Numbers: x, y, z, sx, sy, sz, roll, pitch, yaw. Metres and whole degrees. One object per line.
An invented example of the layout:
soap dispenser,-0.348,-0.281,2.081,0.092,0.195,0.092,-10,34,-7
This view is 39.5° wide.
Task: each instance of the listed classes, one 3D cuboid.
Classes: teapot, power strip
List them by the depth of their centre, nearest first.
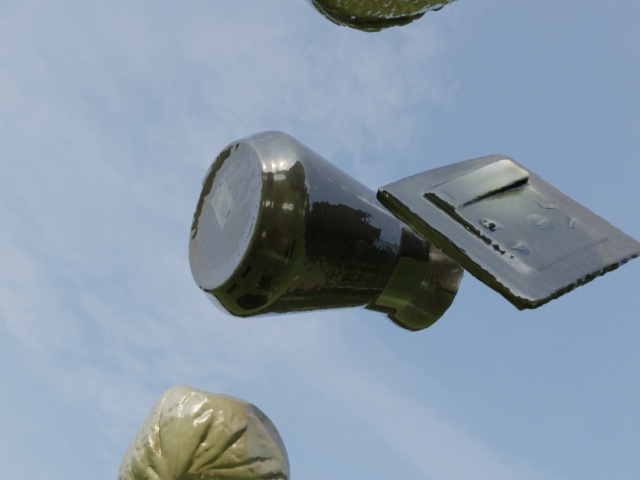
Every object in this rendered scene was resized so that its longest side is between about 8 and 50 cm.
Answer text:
power strip,0.234,-0.006,1.124,0.251,0.256,0.092,46,-44,30
teapot,0.000,0.000,1.267,0.343,0.300,0.254,16,-83,-32

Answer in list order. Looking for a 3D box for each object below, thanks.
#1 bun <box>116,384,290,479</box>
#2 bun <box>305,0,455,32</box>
bun,-0.161,0.312,1.139,0.243,0.153,0.244,2,-76,8
bun,0.101,-0.409,0.965,0.364,0.364,0.202,-49,-119,40
